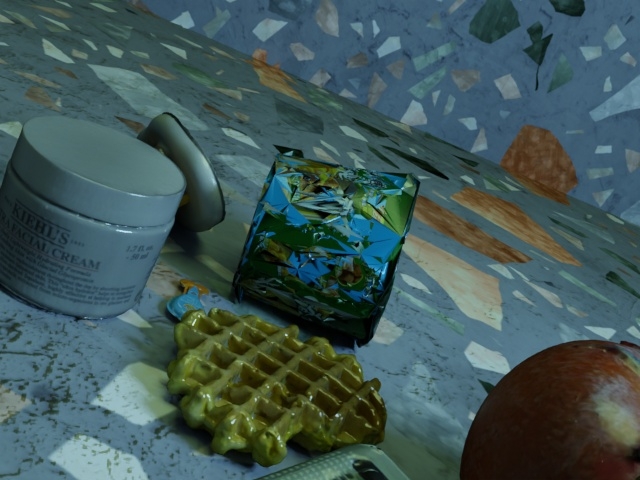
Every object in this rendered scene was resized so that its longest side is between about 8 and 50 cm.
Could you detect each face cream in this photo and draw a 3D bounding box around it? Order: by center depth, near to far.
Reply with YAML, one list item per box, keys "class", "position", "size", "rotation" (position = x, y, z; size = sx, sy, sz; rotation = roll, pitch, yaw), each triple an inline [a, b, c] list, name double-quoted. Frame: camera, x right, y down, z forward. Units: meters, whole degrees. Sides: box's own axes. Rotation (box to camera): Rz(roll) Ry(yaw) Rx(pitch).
- class: "face cream"
  position: [-0.248, -0.025, 0.979]
  size: [0.177, 0.152, 0.177]
  rotation: [22, 19, -8]

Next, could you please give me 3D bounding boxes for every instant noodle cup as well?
- class: "instant noodle cup"
  position: [0.000, 0.000, 1.165]
  size: [0.178, 0.240, 0.240]
  rotation: [18, 19, -4]

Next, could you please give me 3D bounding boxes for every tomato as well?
- class: "tomato"
  position: [0.251, 0.227, 0.849]
  size: [0.265, 0.264, 0.265]
  rotation: [24, 19, -9]

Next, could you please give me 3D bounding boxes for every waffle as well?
- class: "waffle"
  position: [-0.034, 0.152, 0.947]
  size: [0.253, 0.056, 0.249]
  rotation: [22, 19, -19]

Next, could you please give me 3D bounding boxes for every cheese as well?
- class: "cheese"
  position: [-0.149, 0.070, 1.069]
  size: [0.047, 0.017, 0.111]
  rotation: [27, 18, -9]

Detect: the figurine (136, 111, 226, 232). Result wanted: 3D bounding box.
- class: "figurine"
  position: [-0.238, -0.066, 1.221]
  size: [0.141, 0.166, 0.250]
  rotation: [-25, 16, -22]

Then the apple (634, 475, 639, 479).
- class: "apple"
  position: [0.299, 0.286, 0.431]
  size: [0.474, 0.473, 0.473]
  rotation: [24, 19, -9]

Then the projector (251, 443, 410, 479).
- class: "projector"
  position: [-0.029, 0.243, 0.456]
  size: [0.177, 0.242, 0.163]
  rotation: [-10, 39, -35]
